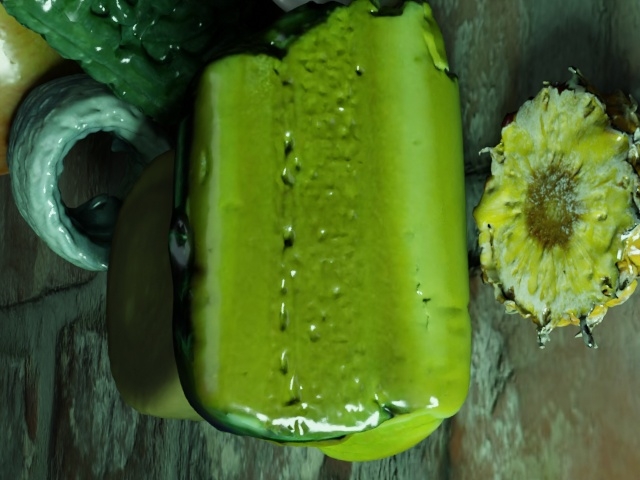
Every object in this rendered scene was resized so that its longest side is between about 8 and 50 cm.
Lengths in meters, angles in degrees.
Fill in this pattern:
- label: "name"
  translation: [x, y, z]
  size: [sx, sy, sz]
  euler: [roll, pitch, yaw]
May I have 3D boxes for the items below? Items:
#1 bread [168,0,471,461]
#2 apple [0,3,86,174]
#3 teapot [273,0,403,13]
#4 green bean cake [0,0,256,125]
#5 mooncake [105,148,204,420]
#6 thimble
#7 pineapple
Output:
- label: "bread"
  translation: [0.000, 0.000, 1.048]
  size: [0.208, 0.251, 0.377]
  euler: [87, -179, -77]
- label: "apple"
  translation: [-0.433, -0.284, 1.640]
  size: [0.346, 0.391, 0.391]
  euler: [-7, 78, 48]
- label: "teapot"
  translation: [0.010, -0.301, 1.179]
  size: [0.298, 0.139, 0.204]
  euler: [11, 126, 54]
- label: "green bean cake"
  translation: [-0.176, -0.315, 1.335]
  size: [0.308, 0.300, 0.169]
  euler: [-49, 45, 7]
- label: "mooncake"
  translation: [-0.110, 0.048, 1.274]
  size: [0.284, 0.155, 0.284]
  euler: [-20, 66, 56]
- label: "thimble"
  translation: [-0.271, -0.075, 1.496]
  size: [0.172, 0.205, 0.250]
  euler: [35, 142, 54]
- label: "pineapple"
  translation: [0.191, -0.020, 0.932]
  size: [0.221, 0.047, 0.221]
  euler: [-17, 70, 59]
